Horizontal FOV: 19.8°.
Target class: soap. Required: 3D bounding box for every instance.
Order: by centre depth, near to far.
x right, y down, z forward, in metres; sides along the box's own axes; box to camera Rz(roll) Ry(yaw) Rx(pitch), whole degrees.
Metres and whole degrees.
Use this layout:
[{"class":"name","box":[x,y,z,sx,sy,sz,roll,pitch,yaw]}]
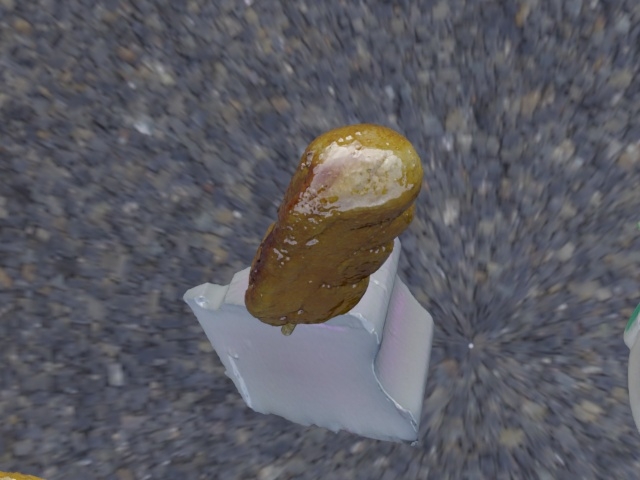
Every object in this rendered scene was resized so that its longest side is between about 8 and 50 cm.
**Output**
[{"class":"soap","box":[-0.023,0.122,1.922,0.257,0.302,0.159,-19,107,14]}]

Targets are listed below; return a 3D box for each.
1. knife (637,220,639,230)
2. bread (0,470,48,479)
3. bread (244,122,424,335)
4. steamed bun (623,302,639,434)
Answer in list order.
[{"class":"knife","box":[0.353,0.031,1.531,0.207,0.030,0.014,26,105,-11]},{"class":"bread","box":[-0.198,0.239,1.237,0.240,0.240,0.139,10,71,5]},{"class":"bread","box":[0.000,0.002,1.592,0.124,0.344,0.084,-3,65,-16]},{"class":"steamed bun","box":[0.389,0.127,1.894,0.130,0.177,0.228,13,80,-31]}]
